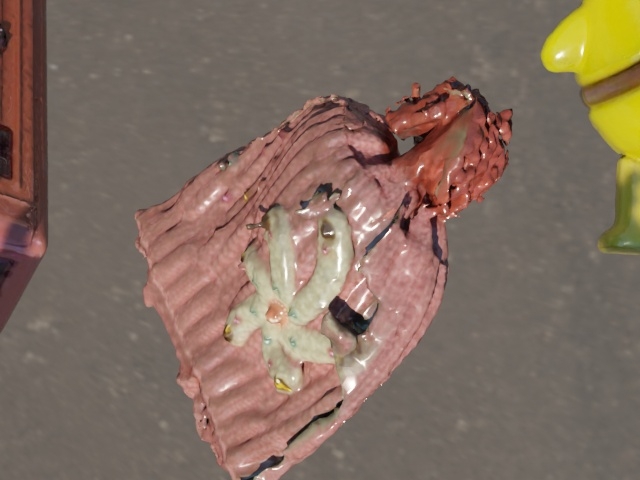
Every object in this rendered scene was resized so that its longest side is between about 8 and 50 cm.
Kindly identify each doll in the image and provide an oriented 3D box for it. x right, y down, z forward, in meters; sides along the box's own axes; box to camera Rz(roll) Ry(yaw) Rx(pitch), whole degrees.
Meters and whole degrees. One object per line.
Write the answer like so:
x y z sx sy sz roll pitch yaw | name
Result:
0.261 -0.167 1.326 0.199 0.145 0.363 4 89 -9 | doll

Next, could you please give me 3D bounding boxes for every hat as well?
0.000 0.000 1.153 0.286 0.236 0.107 -38 147 22 | hat

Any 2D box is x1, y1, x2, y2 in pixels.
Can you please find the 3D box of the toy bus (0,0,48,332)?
-0.343 -0.120 1.550 0.203 0.233 0.427 16 47 -28 | toy bus
